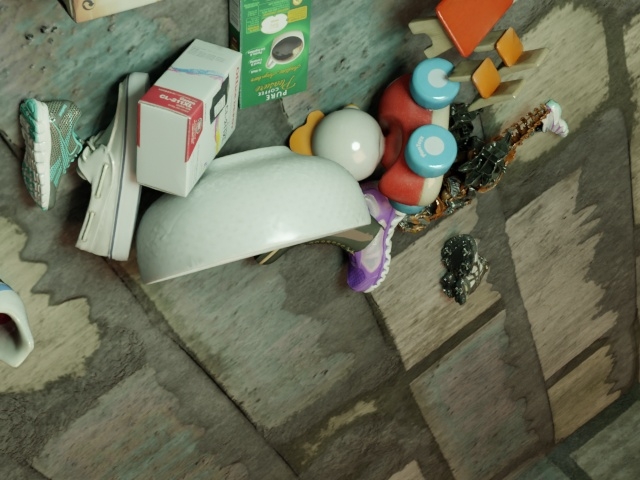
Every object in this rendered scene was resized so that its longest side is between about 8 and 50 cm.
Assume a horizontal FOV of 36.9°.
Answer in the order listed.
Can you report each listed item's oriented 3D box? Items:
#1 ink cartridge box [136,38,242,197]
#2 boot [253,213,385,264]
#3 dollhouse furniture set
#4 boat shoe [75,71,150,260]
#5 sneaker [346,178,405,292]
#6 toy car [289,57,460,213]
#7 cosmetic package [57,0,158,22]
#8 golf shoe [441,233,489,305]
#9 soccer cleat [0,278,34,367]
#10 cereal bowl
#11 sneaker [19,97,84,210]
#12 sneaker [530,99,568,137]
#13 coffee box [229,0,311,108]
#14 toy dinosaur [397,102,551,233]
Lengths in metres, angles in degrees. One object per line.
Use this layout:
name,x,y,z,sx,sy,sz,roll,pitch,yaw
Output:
ink cartridge box,-0.168,-0.161,1.238,0.175,0.072,0.127,-63,167,-48
boot,0.000,0.000,1.580,0.198,0.077,0.137,-41,116,8
dollhouse furniture set,0.242,-0.359,1.342,0.262,0.135,0.259,53,57,-23
boat shoe,-0.279,-0.099,1.276,0.088,0.096,0.267,9,121,-8
sneaker,0.074,-0.013,1.677,0.104,0.095,0.236,-4,125,-30
toy car,0.074,-0.164,1.472,0.238,0.210,0.219,6,165,-4
cosmetic package,-0.165,-0.361,1.054,0.296,0.153,0.129,-21,140,-22
golf shoe,0.298,0.041,1.949,0.094,0.077,0.198,-36,151,-25
soccer cleat,-0.504,0.083,1.210,0.331,0.143,0.116,20,112,-50
cereal bowl,-0.104,-0.046,1.354,0.339,0.141,0.339,-14,180,0
sneaker,-0.339,-0.110,1.231,0.076,0.065,0.166,-18,139,-34
sneaker,0.430,-0.216,1.825,0.069,0.038,0.098,-39,134,-1
coffee box,-0.070,-0.276,1.315,0.113,0.040,0.184,-22,139,-23
toy dinosaur,0.258,-0.143,1.694,0.322,0.164,0.218,-56,160,-11
